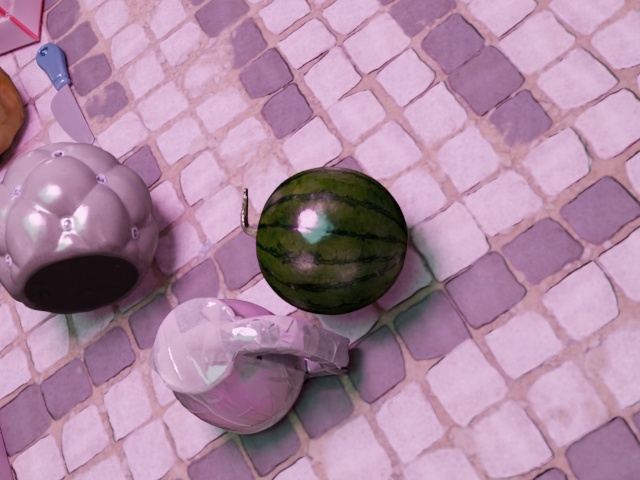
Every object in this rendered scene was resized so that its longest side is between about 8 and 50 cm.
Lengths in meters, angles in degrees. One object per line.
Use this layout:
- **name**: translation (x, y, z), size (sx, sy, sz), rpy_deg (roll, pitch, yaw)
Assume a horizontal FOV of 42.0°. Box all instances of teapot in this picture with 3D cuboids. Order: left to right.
- **teapot**: translation (-0.097, 0.155, 1.023), size (0.222, 0.178, 0.163), rpy_deg (16, 77, 28)

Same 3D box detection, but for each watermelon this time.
- **watermelon**: translation (0.000, 0.000, 1.034), size (0.215, 0.188, 0.188), rpy_deg (3, 70, 7)

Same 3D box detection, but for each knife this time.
- **knife**: translation (-0.446, -0.248, 1.449), size (0.058, 0.032, 0.244), rpy_deg (-30, 64, 8)

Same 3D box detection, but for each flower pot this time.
- **flower pot**: translation (-0.351, -0.020, 1.183), size (0.246, 0.246, 0.195), rpy_deg (-25, 62, 14)

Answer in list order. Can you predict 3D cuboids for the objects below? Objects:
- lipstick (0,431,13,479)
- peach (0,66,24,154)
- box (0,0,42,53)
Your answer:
- **lipstick**: translation (-0.526, 0.285, 1.227), size (0.076, 0.080, 0.371), rpy_deg (-35, 60, 9)
- **peach**: translation (-0.624, -0.236, 1.404), size (0.214, 0.235, 0.214), rpy_deg (-6, 63, 12)
- **box**: translation (-0.720, -0.522, 1.524), size (0.312, 0.300, 0.314), rpy_deg (-13, 64, 19)
